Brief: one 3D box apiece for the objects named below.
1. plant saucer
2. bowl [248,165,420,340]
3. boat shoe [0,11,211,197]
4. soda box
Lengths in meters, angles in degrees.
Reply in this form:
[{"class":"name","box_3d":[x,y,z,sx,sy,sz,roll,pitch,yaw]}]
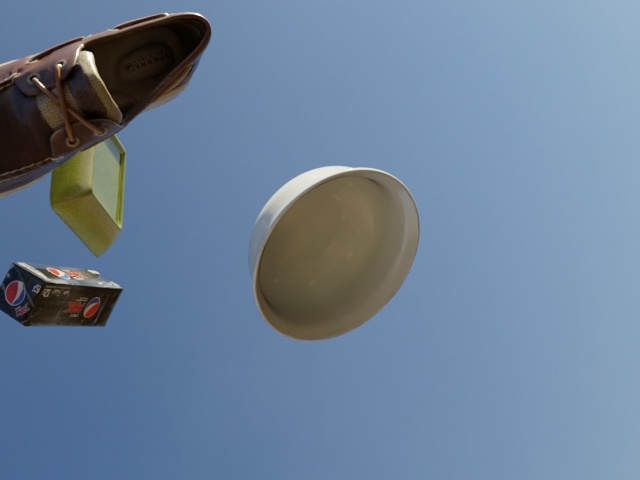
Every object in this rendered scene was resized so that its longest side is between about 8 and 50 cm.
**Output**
[{"class":"plant saucer","box_3d":[-0.314,-0.095,1.244,0.188,0.045,0.188,74,-167,-66]},{"class":"bowl","box_3d":[0.000,0.000,1.411,0.298,0.134,0.297,-16,-56,-25]},{"class":"boat shoe","box_3d":[-0.251,-0.148,0.905,0.342,0.123,0.123,-32,-81,-32]},{"class":"soda box","box_3d":[-0.307,0.066,1.061,0.060,0.053,0.169,-62,-19,3]}]
